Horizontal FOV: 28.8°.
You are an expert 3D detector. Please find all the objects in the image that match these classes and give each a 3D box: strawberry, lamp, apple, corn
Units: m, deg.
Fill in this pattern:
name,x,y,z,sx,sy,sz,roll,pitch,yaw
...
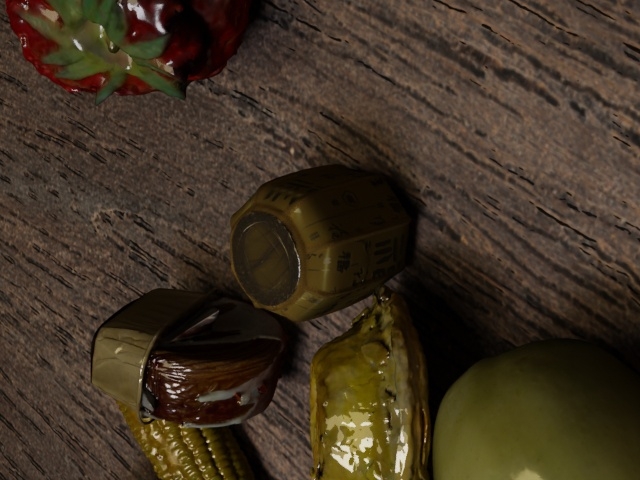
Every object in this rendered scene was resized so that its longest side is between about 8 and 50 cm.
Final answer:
name,x,y,z,sx,sy,sz,roll,pitch,yaw
strawberry,-0.205,-0.310,1.456,0.292,0.310,0.291,16,133,17
lamp,0.000,0.000,1.361,0.161,0.185,0.161,14,111,41
apple,0.227,0.219,1.165,0.262,0.262,0.262,11,107,40
corn,-0.169,0.265,1.622,0.120,0.120,0.363,-48,67,38

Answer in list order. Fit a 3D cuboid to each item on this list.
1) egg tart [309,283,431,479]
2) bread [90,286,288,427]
name,x,y,z,sx,sy,sz,roll,pitch,yaw
egg tart,0.046,0.193,1.318,0.116,0.295,0.294,-1,102,-2
bread,-0.150,0.134,1.508,0.212,0.224,0.142,13,112,16
